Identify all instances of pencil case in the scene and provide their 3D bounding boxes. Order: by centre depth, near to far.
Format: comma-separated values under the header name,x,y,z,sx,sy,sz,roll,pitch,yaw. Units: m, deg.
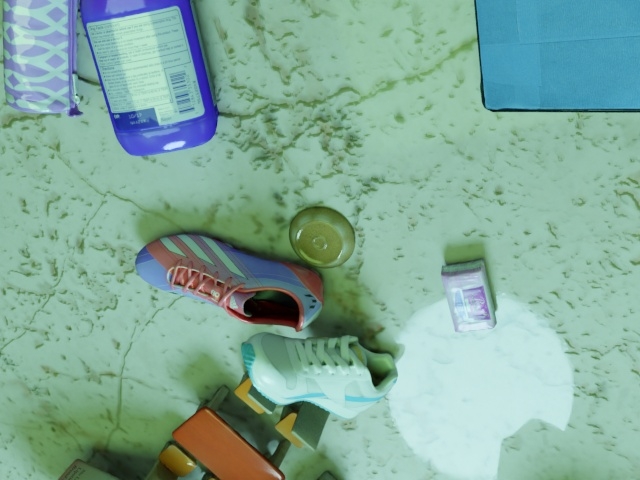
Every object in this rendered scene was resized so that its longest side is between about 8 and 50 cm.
name,x,y,z,sx,sy,sz,roll,pitch,yaw
pencil case,-0.303,-0.237,0.834,0.088,0.086,0.206,18,120,15

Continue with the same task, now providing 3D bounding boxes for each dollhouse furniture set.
name,x,y,z,sx,sy,sz,roll,pitch,yaw
dollhouse furniture set,-0.085,0.327,1.030,0.259,0.135,0.262,43,119,-8

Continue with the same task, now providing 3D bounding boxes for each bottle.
name,x,y,z,sx,sy,sz,roll,pitch,yaw
bottle,-0.190,-0.235,0.797,0.118,0.092,0.283,-11,114,2

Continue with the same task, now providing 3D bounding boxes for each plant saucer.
name,x,y,z,sx,sy,sz,roll,pitch,yaw
plant saucer,0.000,0.000,0.911,0.083,0.015,0.083,6,117,13

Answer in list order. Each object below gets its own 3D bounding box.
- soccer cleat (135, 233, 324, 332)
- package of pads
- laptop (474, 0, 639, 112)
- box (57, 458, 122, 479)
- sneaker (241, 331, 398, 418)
name,x,y,z,sx,sy,sz,roll,pitch,yaw
soccer cleat,-0.117,0.053,0.923,0.247,0.095,0.083,12,116,8
package of pads,0.174,0.065,0.885,0.050,0.032,0.083,-9,113,21
laptop,0.195,-0.272,0.502,0.382,0.407,0.236,9,81,45
box,-0.300,0.437,1.085,0.232,0.149,0.127,9,136,36
sneaker,-0.001,0.148,0.905,0.092,0.087,0.228,-39,141,24
